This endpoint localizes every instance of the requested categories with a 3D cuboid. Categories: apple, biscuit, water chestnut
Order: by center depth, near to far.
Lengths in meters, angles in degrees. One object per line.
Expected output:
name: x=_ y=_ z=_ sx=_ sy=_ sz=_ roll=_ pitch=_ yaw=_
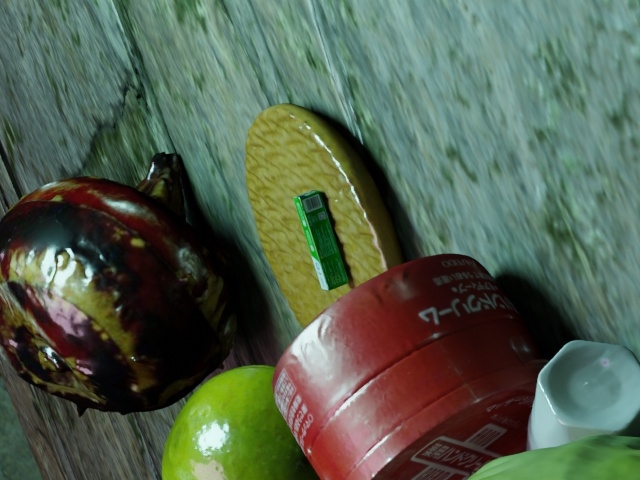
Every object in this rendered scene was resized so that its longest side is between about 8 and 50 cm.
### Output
biscuit: x=0.008 y=0.000 z=1.455 sx=0.262 sy=0.037 sz=0.262 roll=50 pitch=153 yaw=38
apple: x=-0.057 y=0.208 z=1.612 sx=0.196 sy=0.196 sz=0.157 roll=122 pitch=158 yaw=-64
water chestnut: x=-0.207 y=0.038 z=1.752 sx=0.300 sy=0.300 sz=0.300 roll=49 pitch=152 yaw=38

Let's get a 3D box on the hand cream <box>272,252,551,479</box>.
hand cream: x=0.070 y=0.111 z=1.210 sx=0.125 sy=0.193 sz=0.193 roll=56 pitch=155 yaw=24

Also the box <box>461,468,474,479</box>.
box: x=0.152 y=0.299 z=1.168 sx=0.079 sy=0.135 sz=0.269 roll=0 pitch=131 yaw=55

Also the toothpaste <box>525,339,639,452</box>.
toothpaste: x=0.187 y=0.206 z=1.211 sx=0.125 sy=0.080 sz=0.371 roll=48 pitch=159 yaw=31

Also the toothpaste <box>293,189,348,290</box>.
toothpaste: x=0.000 y=0.000 z=1.396 sx=0.017 sy=0.020 sz=0.083 roll=10 pitch=120 yaw=67

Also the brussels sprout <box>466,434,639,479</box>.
brussels sprout: x=0.153 y=0.260 z=0.961 sx=0.268 sy=0.344 sz=0.344 roll=27 pitch=145 yaw=12
